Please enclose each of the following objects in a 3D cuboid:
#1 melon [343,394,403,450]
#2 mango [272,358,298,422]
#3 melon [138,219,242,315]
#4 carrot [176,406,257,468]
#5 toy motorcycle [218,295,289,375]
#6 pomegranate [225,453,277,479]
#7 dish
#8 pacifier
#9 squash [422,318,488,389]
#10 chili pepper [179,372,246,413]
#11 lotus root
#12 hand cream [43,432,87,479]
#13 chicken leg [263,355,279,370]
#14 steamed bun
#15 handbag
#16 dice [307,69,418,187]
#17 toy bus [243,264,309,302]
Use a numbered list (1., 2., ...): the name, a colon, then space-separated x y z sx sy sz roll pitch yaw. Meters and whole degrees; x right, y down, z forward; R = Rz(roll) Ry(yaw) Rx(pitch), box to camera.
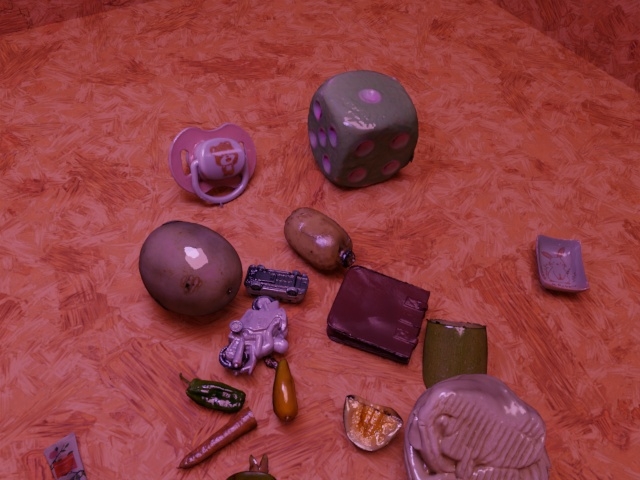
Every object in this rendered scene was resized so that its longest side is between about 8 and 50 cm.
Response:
1. melon: 0.126 0.483 1.388 0.160 0.079 0.128 23 71 12
2. mango: -0.097 0.399 1.412 0.066 0.101 0.187 -2 50 -7
3. melon: -0.386 0.081 1.541 0.330 0.268 0.268 24 53 25
4. carrot: -0.262 0.510 1.339 0.224 0.057 0.057 -31 60 -25
5. toy motorcycle: -0.168 0.273 1.505 0.171 0.110 0.260 22 50 11
6. pomegranate: -0.155 0.593 1.191 0.199 0.198 0.245 7 51 1
7. dish: 0.793 0.089 1.760 0.151 0.077 0.212 8 51 4
8. pacifier: -0.385 -0.289 1.873 0.332 0.220 0.273 -16 53 -34
9. squash: 0.387 0.365 1.534 0.190 0.189 0.260 4 87 -2
10. chili pepper: -0.304 0.408 1.412 0.204 0.073 0.072 14 65 8
11. lotus root: 0.000 0.000 1.721 0.284 0.146 0.160 34 74 31
12. hand cream: -0.595 0.574 1.267 0.080 0.050 0.234 -29 53 -21
13. chicken leg: -0.131 0.354 1.498 0.036 0.021 0.083 -28 59 -36
14. steamed bun: 0.370 0.500 1.288 0.347 0.237 0.393 -32 91 3
15. handbag: 0.175 0.219 1.596 0.276 0.084 0.260 18 51 9
16. dice: 0.148 -0.406 1.948 0.323 0.330 0.318 -15 58 -17
17. toy bus: -0.134 0.139 1.628 0.194 0.089 0.087 8 49 2
